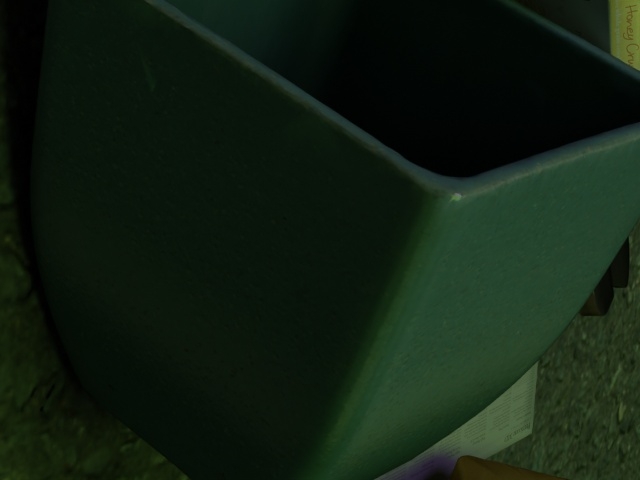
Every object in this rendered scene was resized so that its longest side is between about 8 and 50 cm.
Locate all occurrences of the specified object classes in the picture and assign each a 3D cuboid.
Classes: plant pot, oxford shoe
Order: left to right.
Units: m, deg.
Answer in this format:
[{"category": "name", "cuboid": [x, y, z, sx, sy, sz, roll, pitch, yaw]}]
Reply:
[{"category": "plant pot", "cuboid": [0.000, 0.000, 0.874, 0.248, 0.247, 0.252, -19, 136, -50]}, {"category": "oxford shoe", "cuboid": [0.196, 0.008, 1.294, 0.212, 0.076, 0.076, -27, 110, -66]}]

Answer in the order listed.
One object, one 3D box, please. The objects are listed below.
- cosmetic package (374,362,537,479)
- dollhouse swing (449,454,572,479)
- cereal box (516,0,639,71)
[{"category": "cosmetic package", "cuboid": [0.064, 0.114, 1.142, 0.239, 0.060, 0.099, -17, 114, -51]}, {"category": "dollhouse swing", "cuboid": [-0.009, 0.302, 1.049, 0.315, 0.305, 0.347, -89, -161, -79]}, {"category": "cereal box", "cuboid": [0.119, -0.147, 0.992, 0.047, 0.240, 0.173, -18, 117, -20]}]
